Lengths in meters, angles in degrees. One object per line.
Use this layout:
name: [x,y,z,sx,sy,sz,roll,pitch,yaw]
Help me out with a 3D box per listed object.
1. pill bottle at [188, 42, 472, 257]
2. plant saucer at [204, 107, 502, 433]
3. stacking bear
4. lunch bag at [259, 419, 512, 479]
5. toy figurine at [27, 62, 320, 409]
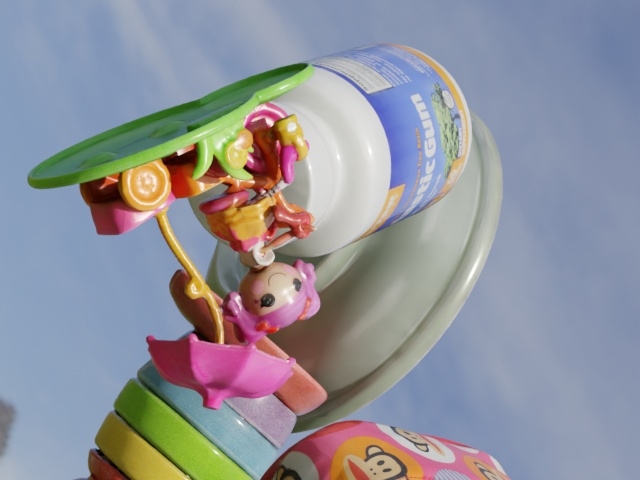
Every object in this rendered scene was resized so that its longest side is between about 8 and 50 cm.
pill bottle: [0.006,-0.070,1.547,0.152,0.272,0.152,6,-75,25]
plant saucer: [0.000,0.000,1.956,0.100,0.400,0.400,37,-6,-34]
stacking bear: [-0.144,0.200,1.757,0.164,0.289,0.175,37,-7,30]
lunch bag: [0.030,0.273,1.344,0.258,0.293,0.120,18,19,-45]
toy figurine: [-0.052,0.007,1.044,0.130,0.173,0.159,0,-66,56]
